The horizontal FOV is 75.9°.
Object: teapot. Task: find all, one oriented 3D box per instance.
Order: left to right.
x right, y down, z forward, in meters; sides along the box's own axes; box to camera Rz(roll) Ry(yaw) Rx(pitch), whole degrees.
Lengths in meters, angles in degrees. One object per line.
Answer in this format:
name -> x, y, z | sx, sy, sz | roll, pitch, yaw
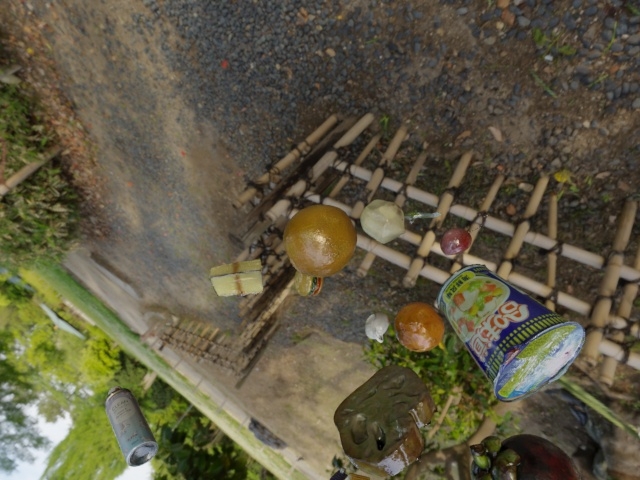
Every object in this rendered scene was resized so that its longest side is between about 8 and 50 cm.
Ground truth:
teapot -> 0.280, 0.427, 2.045 | 0.092, 0.226, 0.145 | 39, 113, -10

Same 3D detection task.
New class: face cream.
face cream -> -0.483, 0.453, 1.031 | 0.229, 0.075, 0.075 | 32, 154, 42

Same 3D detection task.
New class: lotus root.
lotus root -> 0.211, 0.608, 1.422 | 0.375, 0.390, 0.111 | -23, 113, 35

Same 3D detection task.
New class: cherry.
cherry -> 0.518, -0.024, 1.502 | 0.090, 0.225, 0.107 | 55, 156, -15

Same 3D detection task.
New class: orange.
orange -> 0.000, 0.000, 1.506 | 0.274, 0.274, 0.274 | 29, 150, 18
orange -> 0.484, 0.427, 2.025 | 0.246, 0.246, 0.246 | 29, 150, 18

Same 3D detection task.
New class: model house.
model house -> 0.079, 0.683, 1.121 | 0.087, 0.100, 0.100 | 30, 159, -32

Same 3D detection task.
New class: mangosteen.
mangosteen -> 0.631, 0.738, 1.252 | 0.311, 0.311, 0.311 | 29, 150, 18

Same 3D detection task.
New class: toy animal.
toy animal -> 0.480, -0.115, 2.030 | 0.217, 0.075, 0.041 | 3, 124, 45

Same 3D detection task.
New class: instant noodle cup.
instant noodle cup -> 0.488, 0.227, 1.131 | 0.312, 0.284, 0.284 | 56, 173, 51

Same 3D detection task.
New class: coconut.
coconut -> 0.306, -0.091, 1.941 | 0.224, 0.224, 0.224 | 29, 150, 18

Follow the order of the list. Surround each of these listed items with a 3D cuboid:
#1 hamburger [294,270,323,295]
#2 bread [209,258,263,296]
hamburger -> -0.054, 0.188, 1.942 | 0.115, 0.162, 0.162 | 8, 165, -28
bread -> -0.373, 0.200, 1.875 | 0.135, 0.240, 0.178 | -112, 14, -68
